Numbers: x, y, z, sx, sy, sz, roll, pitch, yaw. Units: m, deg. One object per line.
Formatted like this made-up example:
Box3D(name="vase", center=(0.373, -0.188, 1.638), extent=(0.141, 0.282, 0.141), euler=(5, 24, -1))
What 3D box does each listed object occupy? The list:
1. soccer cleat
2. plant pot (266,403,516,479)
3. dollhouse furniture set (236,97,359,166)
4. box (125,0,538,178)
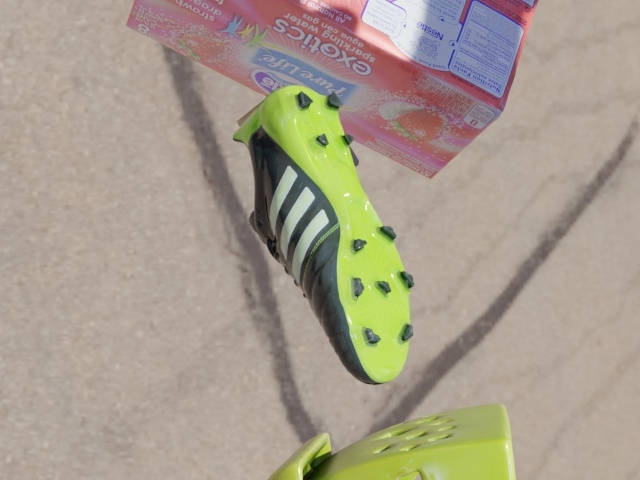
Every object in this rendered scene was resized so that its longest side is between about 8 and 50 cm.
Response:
Box3D(name="soccer cleat", center=(0.000, 0.000, 0.652), extent=(0.060, 0.072, 0.179), euler=(1, 64, -45))
Box3D(name="plant pot", center=(0.069, 0.268, 0.999), extent=(0.228, 0.207, 0.227), euler=(13, 73, -83))
Box3D(name="dollhouse furniture set", center=(0.012, -0.144, 1.215), extent=(0.151, 0.123, 0.144), euler=(-33, 92, -38))
Box3D(name="box", center=(0.012, -0.198, 0.978), extent=(0.300, 0.142, 0.154), euler=(25, 62, -10))
